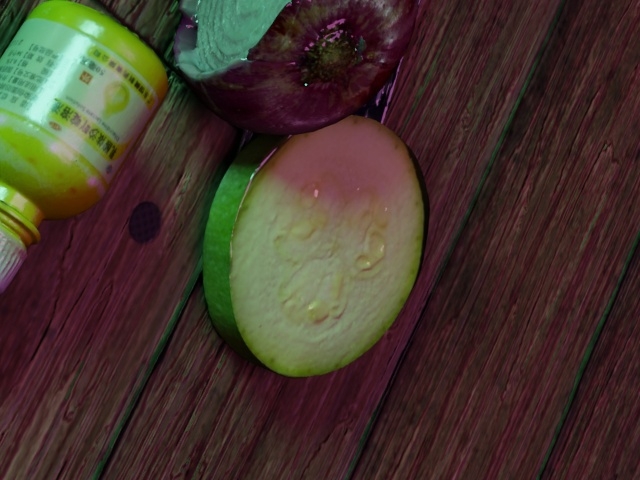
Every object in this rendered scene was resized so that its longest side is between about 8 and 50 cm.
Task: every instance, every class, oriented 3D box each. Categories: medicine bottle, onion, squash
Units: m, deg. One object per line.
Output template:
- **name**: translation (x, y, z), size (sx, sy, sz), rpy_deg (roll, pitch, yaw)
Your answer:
- **medicine bottle**: translation (-0.215, -0.065, 1.232), size (0.122, 0.122, 0.212), rpy_deg (45, 66, -42)
- **onion**: translation (-0.011, -0.184, 1.373), size (0.200, 0.200, 0.207), rpy_deg (31, 77, -45)
- **squash**: translation (0.000, 0.000, 1.506), size (0.252, 0.049, 0.252), rpy_deg (-14, 112, -39)

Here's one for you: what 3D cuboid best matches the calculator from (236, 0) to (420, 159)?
- **calculator**: translation (0.012, -0.165, 1.516), size (0.165, 0.028, 0.274), rpy_deg (21, 84, -46)
